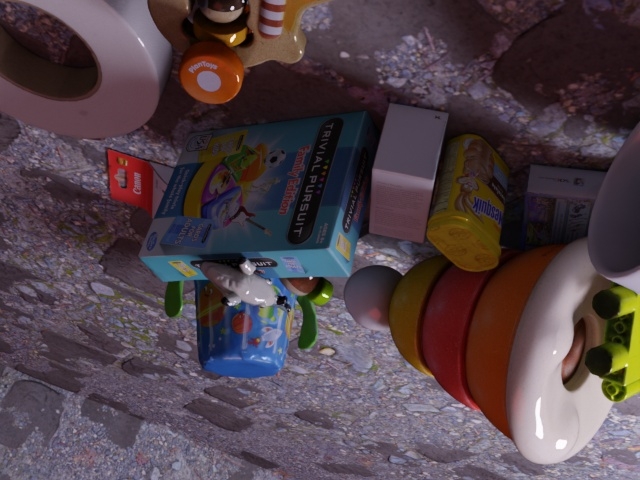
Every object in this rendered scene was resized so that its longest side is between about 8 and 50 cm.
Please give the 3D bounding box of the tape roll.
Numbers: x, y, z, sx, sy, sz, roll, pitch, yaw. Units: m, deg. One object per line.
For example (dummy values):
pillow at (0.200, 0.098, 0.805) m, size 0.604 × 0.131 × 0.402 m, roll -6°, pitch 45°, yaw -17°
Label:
tape roll at (-0.411, -0.299, 1.244) m, size 0.391 × 0.072 × 0.392 m, roll 11°, pitch 150°, yaw 7°

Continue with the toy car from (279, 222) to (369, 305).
toy car at (0.000, 0.000, 1.534) m, size 0.188 × 0.149 × 0.155 m, roll -39°, pitch 129°, yaw 21°

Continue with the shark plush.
shark plush at (-0.101, 0.065, 1.248) m, size 0.161 × 0.073 × 0.067 m, roll 15°, pitch 176°, yaw -41°

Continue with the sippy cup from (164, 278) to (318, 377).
sippy cup at (-0.150, 0.149, 1.665) m, size 0.305 × 0.224 × 0.240 m, roll 3°, pitch 159°, yaw -4°

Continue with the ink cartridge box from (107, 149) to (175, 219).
ink cartridge box at (-0.298, -0.073, 1.584) m, size 0.224 × 0.056 × 0.181 m, roll 16°, pitch 149°, yaw -3°

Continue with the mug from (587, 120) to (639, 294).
mug at (0.575, -0.052, 1.031) m, size 0.327 × 0.276 × 0.374 m, roll 24°, pitch 114°, yaw -7°

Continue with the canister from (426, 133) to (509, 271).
canister at (0.224, -0.058, 1.250) m, size 0.073 × 0.170 × 0.126 m, roll -14°, pitch 139°, yaw 40°

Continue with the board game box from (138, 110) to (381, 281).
board game box at (-0.091, -0.066, 1.301) m, size 0.335 × 0.254 × 0.079 m, roll -3°, pitch 144°, yaw 28°

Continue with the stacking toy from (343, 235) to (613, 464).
stacking toy at (0.238, 0.129, 1.391) m, size 0.479 × 0.351 × 0.351 m, roll 15°, pitch 156°, yaw 42°

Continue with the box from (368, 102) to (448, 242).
box at (0.130, -0.099, 1.266) m, size 0.090 × 0.130 × 0.170 m, roll 11°, pitch 149°, yaw 8°

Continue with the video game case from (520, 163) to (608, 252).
video game case at (0.446, -0.009, 1.337) m, size 0.244 × 0.061 × 0.270 m, roll 6°, pitch 148°, yaw 13°

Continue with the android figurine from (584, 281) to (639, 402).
android figurine at (0.479, 0.114, 1.246) m, size 0.056 × 0.249 × 0.272 m, roll 14°, pitch -162°, yaw 42°

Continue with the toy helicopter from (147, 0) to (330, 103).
toy helicopter at (-0.050, -0.323, 1.022) m, size 0.354 × 0.140 × 0.235 m, roll -10°, pitch 134°, yaw 19°
